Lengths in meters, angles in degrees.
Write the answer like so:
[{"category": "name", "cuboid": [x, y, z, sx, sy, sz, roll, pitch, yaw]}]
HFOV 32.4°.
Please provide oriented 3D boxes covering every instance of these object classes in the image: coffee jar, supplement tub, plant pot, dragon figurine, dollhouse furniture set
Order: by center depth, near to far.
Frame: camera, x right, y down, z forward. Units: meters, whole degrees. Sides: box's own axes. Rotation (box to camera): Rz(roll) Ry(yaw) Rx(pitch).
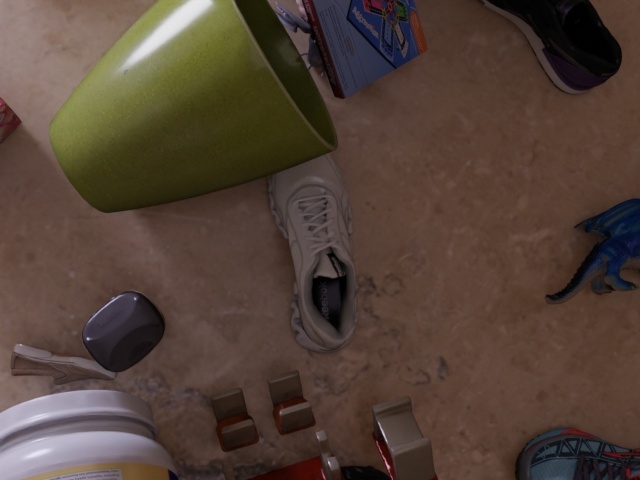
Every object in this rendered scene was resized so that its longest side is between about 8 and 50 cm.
[{"category": "supplement tub", "cuboid": [-0.268, 0.363, 1.255, 0.241, 0.241, 0.331, -10, 62, -8]}, {"category": "coffee jar", "cuboid": [-0.238, 0.110, 1.345, 0.096, 0.184, 0.079, -41, 92, -8]}, {"category": "plant pot", "cuboid": [-0.173, -0.160, 1.349, 0.293, 0.275, 0.275, -29, 91, 11]}, {"category": "dollhouse furniture set", "cuboid": [0.008, 0.298, 1.356, 0.259, 0.135, 0.262, -16, 45, -9]}, {"category": "dragon figurine", "cuboid": [0.403, -0.005, 1.489, 0.289, 0.085, 0.144, -15, 87, -13]}]

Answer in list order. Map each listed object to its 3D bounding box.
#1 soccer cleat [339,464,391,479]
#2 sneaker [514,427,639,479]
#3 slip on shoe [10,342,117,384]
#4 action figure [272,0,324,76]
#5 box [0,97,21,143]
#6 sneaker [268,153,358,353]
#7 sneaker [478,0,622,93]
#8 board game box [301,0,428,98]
[{"category": "soccer cleat", "cuboid": [-0.040, 0.396, 1.409, 0.318, 0.108, 0.116, -26, 134, -22]}, {"category": "sneaker", "cuboid": [0.390, 0.308, 1.449, 0.262, 0.125, 0.104, 7, 85, -7]}, {"category": "slip on shoe", "cuboid": [-0.326, 0.164, 1.397, 0.135, 0.051, 0.041, 14, 79, -4]}, {"category": "action figure", "cuboid": [0.054, -0.345, 1.461, 0.185, 0.099, 0.285, 28, 98, -12]}, {"category": "box", "cuboid": [-0.534, -0.203, 1.346, 0.300, 0.142, 0.154, 42, 82, -3]}, {"category": "sneaker", "cuboid": [0.000, 0.000, 1.421, 0.110, 0.118, 0.292, -11, 87, -7]}, {"category": "sneaker", "cuboid": [0.303, -0.330, 1.477, 0.107, 0.124, 0.283, -44, 93, -9]}, {"category": "board game box", "cuboid": [0.037, -0.332, 1.361, 0.145, 0.027, 0.281, -32, 120, -20]}]
